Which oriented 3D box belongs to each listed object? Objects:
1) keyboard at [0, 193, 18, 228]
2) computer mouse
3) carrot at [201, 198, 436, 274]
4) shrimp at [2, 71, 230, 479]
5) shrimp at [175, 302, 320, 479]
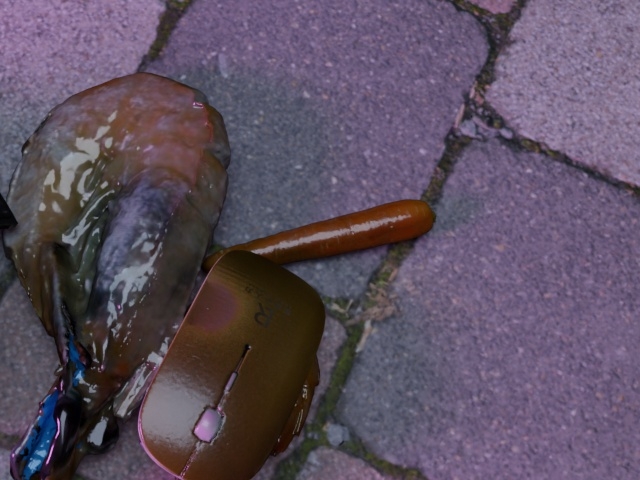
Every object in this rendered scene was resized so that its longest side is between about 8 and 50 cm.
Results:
[{"bbox_3d":[-0.380,-0.095,1.220,0.094,0.025,0.230,0,45,-50],"label":"keyboard"},{"bbox_3d":[-0.076,0.111,1.131,0.126,0.056,0.245,31,53,-6],"label":"computer mouse"},{"bbox_3d":[0.000,0.000,1.257,0.248,0.043,0.043,-14,69,-9],"label":"carrot"},{"bbox_3d":[-0.217,0.023,1.194,0.221,0.110,0.445,7,63,8],"label":"shrimp"},{"bbox_3d":[-0.081,0.158,1.169,0.150,0.068,0.248,14,61,-5],"label":"shrimp"}]
